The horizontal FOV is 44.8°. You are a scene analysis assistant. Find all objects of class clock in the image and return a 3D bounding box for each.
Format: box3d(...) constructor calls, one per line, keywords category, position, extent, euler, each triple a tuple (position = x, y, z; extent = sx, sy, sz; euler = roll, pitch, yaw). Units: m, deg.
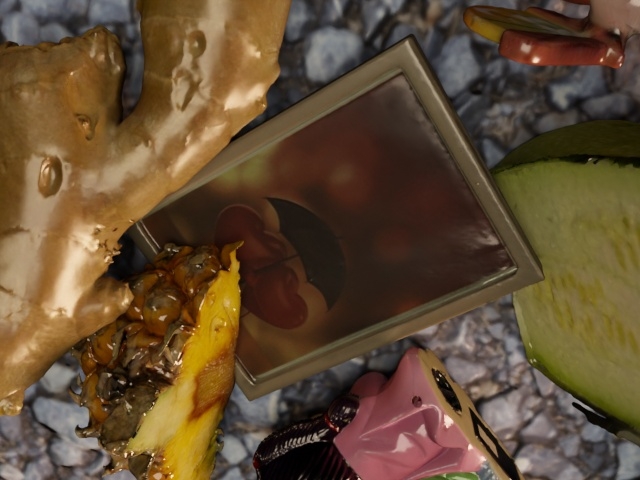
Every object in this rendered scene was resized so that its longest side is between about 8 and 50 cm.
box3d(category="clock", position=(0.059, 0.211, 0.683), extent=(0.195, 0.100, 0.194), euler=(-33, 105, 14))

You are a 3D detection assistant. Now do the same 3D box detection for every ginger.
box3d(category="ginger", position=(-0.177, -0.058, 0.581), extent=(0.363, 0.122, 0.348), euler=(-11, 93, -1))

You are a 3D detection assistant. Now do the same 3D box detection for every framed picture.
box3d(category="framed picture", position=(0.000, 0.000, 0.626), extent=(0.289, 0.020, 0.211), euler=(-26, 106, 24))

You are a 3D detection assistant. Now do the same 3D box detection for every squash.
box3d(category="squash", position=(0.250, 0.051, 0.510), extent=(0.210, 0.309, 0.233), euler=(-14, 107, 7))

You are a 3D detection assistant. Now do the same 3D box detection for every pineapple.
box3d(category="pineapple", position=(-0.162, 0.123, 0.632), extent=(0.140, 0.164, 0.249), euler=(18, 122, 15))

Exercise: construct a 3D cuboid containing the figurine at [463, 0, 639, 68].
box3d(category="figurine", position=(0.188, -0.202, 0.408), extent=(0.277, 0.388, 0.248), euler=(-10, 131, -11))
